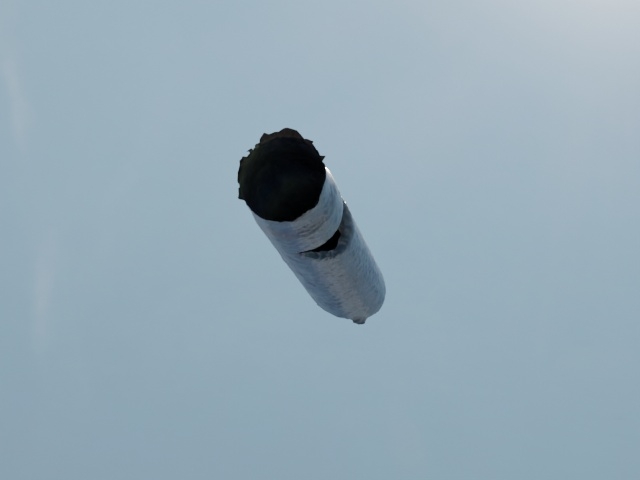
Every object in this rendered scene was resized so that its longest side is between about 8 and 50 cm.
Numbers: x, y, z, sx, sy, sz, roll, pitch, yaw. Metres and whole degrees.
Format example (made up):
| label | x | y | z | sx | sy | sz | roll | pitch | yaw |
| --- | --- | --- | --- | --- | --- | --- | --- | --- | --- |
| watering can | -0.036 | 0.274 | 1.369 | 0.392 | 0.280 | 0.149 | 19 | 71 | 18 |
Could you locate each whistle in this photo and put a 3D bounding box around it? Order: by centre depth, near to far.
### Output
| label | x | y | z | sx | sy | sz | roll | pitch | yaw |
| --- | --- | --- | --- | --- | --- | --- | --- | --- | --- |
| whistle | 0.000 | 0.000 | 1.086 | 0.062 | 0.304 | 0.062 | -3 | -106 | 9 |
